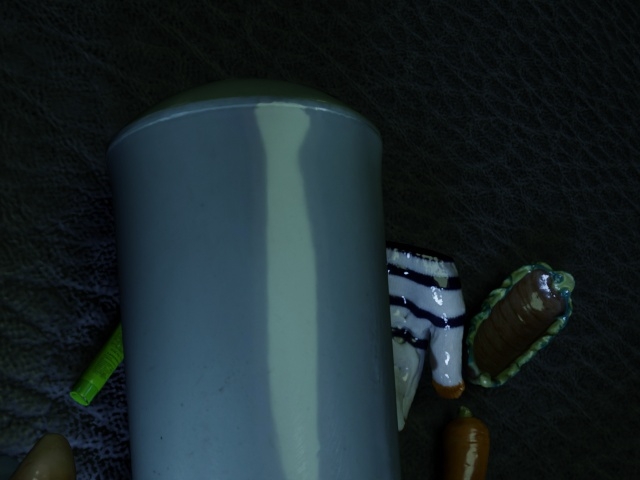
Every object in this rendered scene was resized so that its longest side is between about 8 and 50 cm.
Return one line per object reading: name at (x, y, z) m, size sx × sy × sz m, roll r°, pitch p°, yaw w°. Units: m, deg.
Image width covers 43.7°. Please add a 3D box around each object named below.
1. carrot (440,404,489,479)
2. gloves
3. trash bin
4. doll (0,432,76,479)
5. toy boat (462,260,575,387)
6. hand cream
carrot at (0.163, 0.324, 0.959) m, size 0.061 × 0.061 × 0.257 m, roll 25°, pitch 62°, yaw -23°
gloves at (0.094, 0.118, 0.966) m, size 0.140 × 0.131 × 0.219 m, roll 8°, pitch 98°, yaw -33°
trash bin at (-0.063, 0.057, 0.781) m, size 0.280 × 0.280 × 0.432 m, roll 4°, pitch 73°, yaw -32°
doll at (-0.287, 0.241, 0.539) m, size 0.209 × 0.340 × 0.318 m, roll 12°, pitch 78°, yaw -33°
toy boat at (0.249, 0.124, 1.071) m, size 0.293 × 0.099 × 0.108 m, roll -35°, pitch 93°, yaw -45°
hand cream at (-0.210, 0.112, 0.813) m, size 0.036 × 0.023 × 0.122 m, roll 55°, pitch 48°, yaw -29°
